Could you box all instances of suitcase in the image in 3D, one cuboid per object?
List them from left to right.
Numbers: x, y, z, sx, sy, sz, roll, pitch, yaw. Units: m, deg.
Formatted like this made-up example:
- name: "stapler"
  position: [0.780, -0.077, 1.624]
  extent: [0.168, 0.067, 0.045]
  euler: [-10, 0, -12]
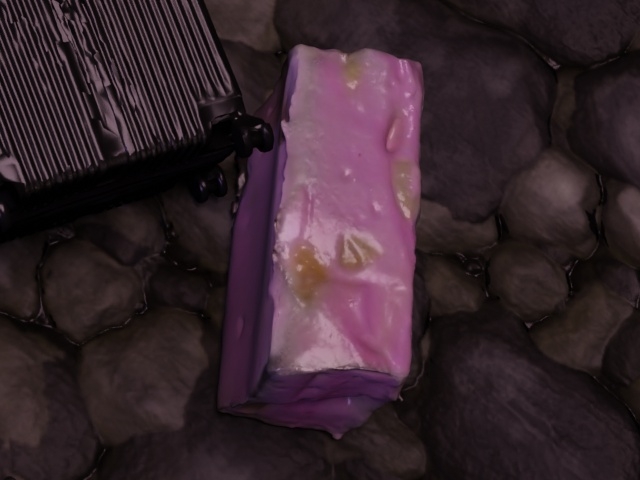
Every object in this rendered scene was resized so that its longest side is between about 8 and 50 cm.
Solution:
- name: "suitcase"
  position: [-0.209, -0.169, 1.141]
  extent: [0.230, 0.152, 0.335]
  euler: [-19, 82, -24]

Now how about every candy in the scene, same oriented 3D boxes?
- name: "candy"
  position: [0.000, 0.000, 1.154]
  extent: [0.116, 0.155, 0.265]
  euler: [12, 64, -17]

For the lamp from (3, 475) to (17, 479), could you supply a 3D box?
- name: "lamp"
  position: [-0.259, 0.257, 0.977]
  extent: [0.253, 0.118, 0.118]
  euler: [-36, 82, -25]
